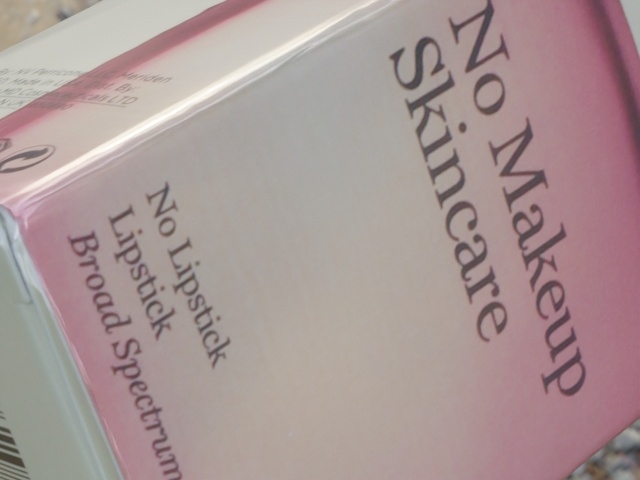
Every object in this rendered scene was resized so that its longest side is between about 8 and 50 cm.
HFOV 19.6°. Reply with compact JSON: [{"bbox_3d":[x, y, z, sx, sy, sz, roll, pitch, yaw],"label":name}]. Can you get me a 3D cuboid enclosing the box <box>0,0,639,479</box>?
[{"bbox_3d":[0.000,0.000,0.508,0.232,0.149,0.127,-33,25,-32],"label":"box"}]
